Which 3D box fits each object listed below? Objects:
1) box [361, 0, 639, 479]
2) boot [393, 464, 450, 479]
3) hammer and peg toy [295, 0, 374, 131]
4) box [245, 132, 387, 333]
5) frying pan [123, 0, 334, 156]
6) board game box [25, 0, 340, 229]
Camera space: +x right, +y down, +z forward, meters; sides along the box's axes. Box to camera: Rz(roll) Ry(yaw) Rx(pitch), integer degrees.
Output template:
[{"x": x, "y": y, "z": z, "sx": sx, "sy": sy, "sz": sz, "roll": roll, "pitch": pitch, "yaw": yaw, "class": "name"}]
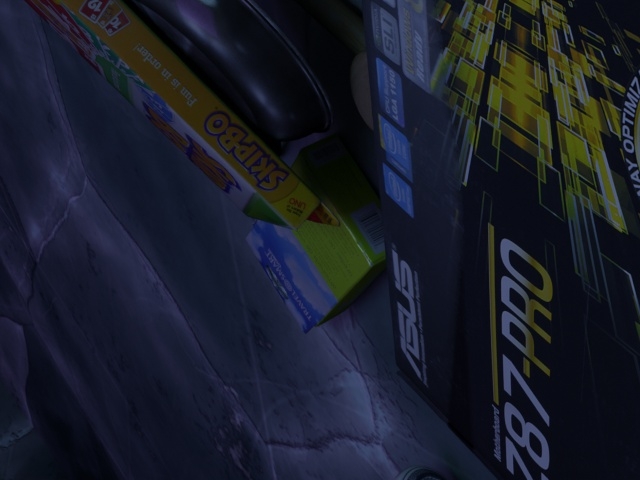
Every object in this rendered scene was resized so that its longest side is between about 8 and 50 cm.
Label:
[{"x": 0.148, "y": 0.006, "z": 0.598, "sx": 0.318, "sy": 0.097, "sz": 0.395, "roll": 47, "pitch": 154, "yaw": 43, "class": "box"}, {"x": 0.139, "y": 0.254, "z": 0.975, "sx": 0.190, "sy": 0.069, "sz": 0.086, "roll": 51, "pitch": 146, "yaw": 4, "class": "boot"}, {"x": -0.030, "y": -0.237, "z": 0.718, "sx": 0.266, "sy": 0.127, "sz": 0.361, "roll": 33, "pitch": 142, "yaw": 45, "class": "hammer and peg toy"}, {"x": 0.000, "y": 0.000, "z": 0.993, "sx": 0.109, "sy": 0.042, "sz": 0.178, "roll": 58, "pitch": 154, "yaw": 10, "class": "box"}, {"x": -0.087, "y": -0.130, "z": 0.867, "sx": 0.197, "sy": 0.053, "sz": 0.326, "roll": 43, "pitch": 169, "yaw": -7, "class": "frying pan"}, {"x": -0.098, "y": -0.093, "z": 0.826, "sx": 0.259, "sy": 0.039, "sz": 0.124, "roll": 42, "pitch": 172, "yaw": -18, "class": "board game box"}]
